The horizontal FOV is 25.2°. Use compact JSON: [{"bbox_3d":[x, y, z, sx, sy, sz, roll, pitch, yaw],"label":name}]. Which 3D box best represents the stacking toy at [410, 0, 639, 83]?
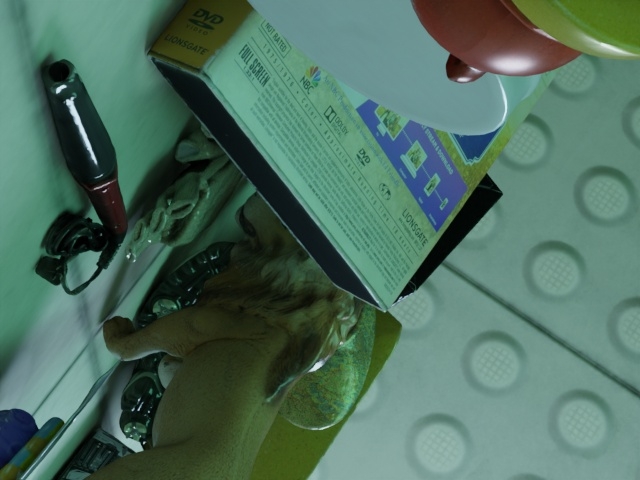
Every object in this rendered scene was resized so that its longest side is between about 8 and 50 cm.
[{"bbox_3d":[0.081,-0.239,0.593,0.309,0.279,0.130,-57,-166,-20],"label":"stacking toy"}]

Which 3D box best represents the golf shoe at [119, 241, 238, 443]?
[{"bbox_3d":[-0.129,0.083,1.386,0.120,0.105,0.273,-83,-163,-49],"label":"golf shoe"}]

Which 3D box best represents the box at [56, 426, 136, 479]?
[{"bbox_3d":[-0.301,0.367,1.513,0.307,0.076,0.242,-53,173,-25],"label":"box"}]

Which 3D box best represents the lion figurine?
[{"bbox_3d":[-0.091,0.137,1.120,0.240,0.142,0.392,-13,-135,36],"label":"lion figurine"}]

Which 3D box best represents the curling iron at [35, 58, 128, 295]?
[{"bbox_3d":[-0.141,-0.033,0.850,0.068,0.035,0.274,-54,174,-22],"label":"curling iron"}]

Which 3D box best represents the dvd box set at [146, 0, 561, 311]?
[{"bbox_3d":[0.091,-0.194,1.008,0.420,0.062,0.307,-54,142,-12],"label":"dvd box set"}]

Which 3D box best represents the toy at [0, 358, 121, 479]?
[{"bbox_3d":[-0.247,0.176,1.026,0.237,0.056,0.137,-51,-177,13],"label":"toy"}]

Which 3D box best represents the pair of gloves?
[{"bbox_3d":[-0.061,-0.101,1.083,0.204,0.042,0.240,-52,174,-47],"label":"pair of gloves"}]

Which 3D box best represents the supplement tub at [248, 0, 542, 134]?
[{"bbox_3d":[0.105,-0.238,0.777,0.316,0.228,0.228,-55,174,-12],"label":"supplement tub"}]

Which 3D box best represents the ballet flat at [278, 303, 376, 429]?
[{"bbox_3d":[0.000,0.000,1.356,0.123,0.123,0.348,111,-12,-64],"label":"ballet flat"}]

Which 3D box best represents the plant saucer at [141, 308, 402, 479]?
[{"bbox_3d":[-0.087,0.154,1.520,0.333,0.081,0.333,-57,-155,6],"label":"plant saucer"}]

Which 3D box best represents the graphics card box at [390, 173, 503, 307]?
[{"bbox_3d":[0.031,0.041,1.739,0.371,0.094,0.233,-37,-176,45],"label":"graphics card box"}]
